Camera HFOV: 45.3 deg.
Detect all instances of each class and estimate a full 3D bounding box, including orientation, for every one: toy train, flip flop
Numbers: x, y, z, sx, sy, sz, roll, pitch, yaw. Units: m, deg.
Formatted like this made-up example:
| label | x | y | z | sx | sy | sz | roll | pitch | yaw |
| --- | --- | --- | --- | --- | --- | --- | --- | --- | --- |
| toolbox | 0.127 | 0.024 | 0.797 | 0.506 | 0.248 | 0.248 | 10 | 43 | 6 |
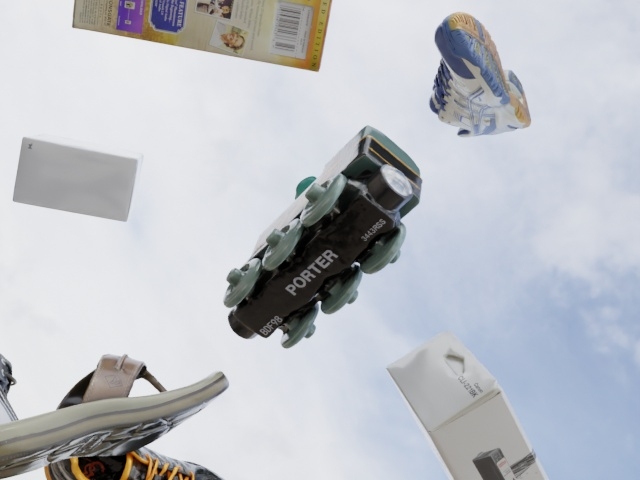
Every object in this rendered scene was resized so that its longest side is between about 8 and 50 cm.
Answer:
| label | x | y | z | sx | sy | sz | roll | pitch | yaw |
| --- | --- | --- | --- | --- | --- | --- | --- | --- | --- |
| toy train | 0.000 | 0.000 | 1.004 | 0.142 | 0.190 | 0.334 | 37 | -56 | -13 |
| flip flop | -0.193 | 0.139 | 0.655 | 0.112 | 0.277 | 0.080 | -40 | -115 | 39 |

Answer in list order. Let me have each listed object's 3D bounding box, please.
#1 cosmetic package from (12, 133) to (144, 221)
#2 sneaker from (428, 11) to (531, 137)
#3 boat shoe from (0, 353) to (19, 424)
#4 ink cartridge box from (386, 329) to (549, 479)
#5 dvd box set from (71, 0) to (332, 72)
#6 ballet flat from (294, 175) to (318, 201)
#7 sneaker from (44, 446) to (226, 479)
| label | x | y | z | sx | sy | sz | roll | pitch | yaw |
| --- | --- | --- | --- | --- | --- | --- | --- | --- | --- |
| cosmetic package | -0.499 | -0.134 | 1.610 | 0.225 | 0.224 | 0.138 | -141 | -118 | -77 |
| sneaker | 0.213 | -0.221 | 1.135 | 0.131 | 0.296 | 0.112 | -15 | -115 | 25 |
| boat shoe | -0.376 | 0.147 | 0.838 | 0.228 | 0.076 | 0.080 | 32 | -57 | 31 |
| ink cartridge box | 0.220 | 0.290 | 1.078 | 0.273 | 0.114 | 0.197 | 61 | -2 | -20 |
| dvd box set | -0.180 | -0.468 | 1.271 | 0.062 | 0.420 | 0.307 | -106 | -155 | -72 |
| ballet flat | 0.009 | -0.007 | 1.286 | 0.083 | 0.247 | 0.087 | -27 | -50 | 17 |
| sneaker | -0.190 | 0.263 | 0.829 | 0.215 | 0.084 | 0.083 | 18 | -33 | -14 |
